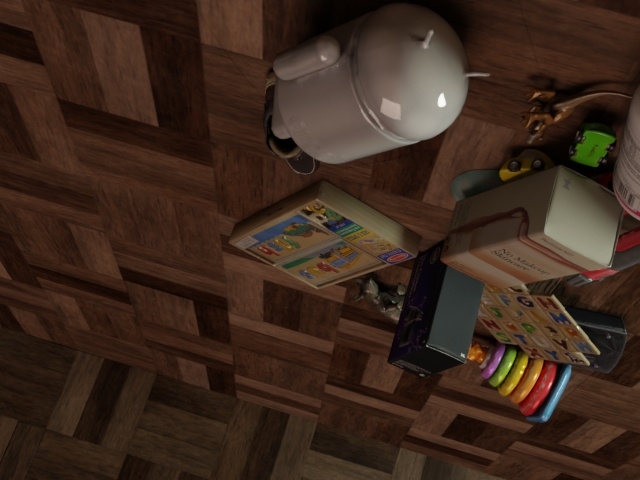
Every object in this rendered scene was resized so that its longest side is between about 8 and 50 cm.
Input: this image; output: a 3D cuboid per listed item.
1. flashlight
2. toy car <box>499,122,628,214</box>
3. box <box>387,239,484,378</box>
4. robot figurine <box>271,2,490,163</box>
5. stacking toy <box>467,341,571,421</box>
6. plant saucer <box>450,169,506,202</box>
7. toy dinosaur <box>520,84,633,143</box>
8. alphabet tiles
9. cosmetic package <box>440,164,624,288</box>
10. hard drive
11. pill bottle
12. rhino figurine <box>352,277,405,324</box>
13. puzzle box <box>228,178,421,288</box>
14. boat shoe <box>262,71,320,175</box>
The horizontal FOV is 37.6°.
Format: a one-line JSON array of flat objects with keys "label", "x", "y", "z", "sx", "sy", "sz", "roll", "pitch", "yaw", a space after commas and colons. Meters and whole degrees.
[{"label": "flashlight", "x": 0.555, "y": -0.005, "z": 1.685, "sx": 0.103, "sy": 0.103, "sz": 0.304, "roll": 29, "pitch": 149, "yaw": -15}, {"label": "toy car", "x": 0.430, "y": -0.134, "z": 1.536, "sx": 0.239, "sy": 0.053, "sz": 0.225, "roll": 16, "pitch": 155, "yaw": 4}, {"label": "box", "x": 0.251, "y": 0.140, "z": 1.985, "sx": 0.103, "sy": 0.261, "sz": 0.184, "roll": 25, "pitch": 154, "yaw": -16}, {"label": "robot figurine", "x": 0.076, "y": -0.230, "z": 1.398, "sx": 0.300, "sy": 0.199, "sz": 0.353, "roll": 11, "pitch": 165, "yaw": -39}, {"label": "stacking toy", "x": 0.468, "y": 0.322, "z": 2.391, "sx": 0.302, "sy": 0.165, "sz": 0.175, "roll": 29, "pitch": 170, "yaw": 5}, {"label": "plant saucer", "x": 0.336, "y": -0.066, "z": 1.766, "sx": 0.195, "sy": 0.037, "sz": 0.195, "roll": 16, "pitch": 156, "yaw": 7}, {"label": "toy dinosaur", "x": 0.370, "y": -0.208, "z": 1.438, "sx": 0.112, "sy": 0.064, "sz": 0.211, "roll": -1, "pitch": 168, "yaw": -26}, {"label": "alphabet tiles", "x": 0.465, "y": 0.183, "z": 2.144, "sx": 0.285, "sy": 0.011, "sz": 0.342, "roll": 2, "pitch": 144, "yaw": 50}, {"label": "cosmetic package", "x": 0.358, "y": -0.014, "z": 1.622, "sx": 0.153, "sy": 0.129, "sz": 0.296, "roll": 25, "pitch": 160, "yaw": -19}, {"label": "hard drive", "x": 0.613, "y": 0.229, "z": 2.178, "sx": 0.172, "sy": 0.054, "sz": 0.254, "roll": 12, "pitch": 154, "yaw": 13}, {"label": "pill bottle", "x": 0.510, "y": -0.149, "z": 1.318, "sx": 0.160, "sy": 0.160, "sz": 0.283, "roll": 11, "pitch": 155, "yaw": 14}, {"label": "rhino figurine", "x": 0.170, "y": 0.152, "z": 2.297, "sx": 0.243, "sy": 0.073, "sz": 0.106, "roll": 30, "pitch": 150, "yaw": -22}, {"label": "puzzle box", "x": 0.000, "y": 0.000, "z": 2.116, "sx": 0.272, "sy": 0.052, "sz": 0.409, "roll": 28, "pitch": 154, "yaw": -23}, {"label": "boat shoe", "x": -0.056, "y": -0.190, "z": 1.701, "sx": 0.103, "sy": 0.092, "sz": 0.285, "roll": 13, "pitch": 155, "yaw": 12}]
